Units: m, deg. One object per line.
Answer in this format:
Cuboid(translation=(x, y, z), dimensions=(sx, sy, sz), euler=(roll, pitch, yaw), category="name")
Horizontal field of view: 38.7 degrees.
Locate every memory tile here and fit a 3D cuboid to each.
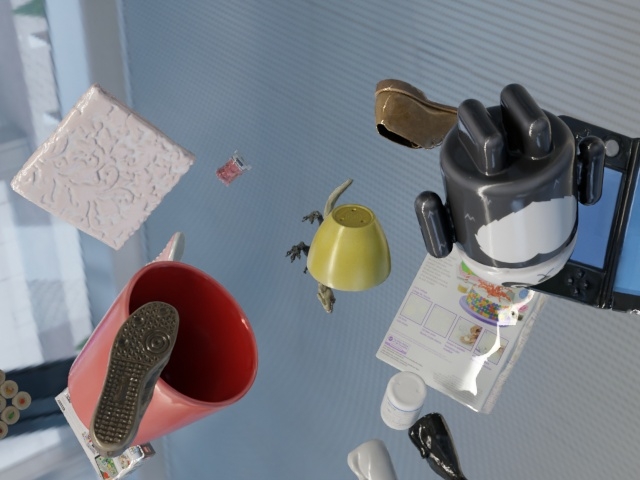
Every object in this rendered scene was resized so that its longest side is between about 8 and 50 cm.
Cuboid(translation=(-0.664, 0.318, 1.833), dimensions=(0.148, 0.113, 0.012), euler=(48, 148, -23), category="memory tile")

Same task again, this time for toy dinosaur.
Cuboid(translation=(0.000, 0.000, 1.738), dimensions=(0.064, 0.118, 0.268), euler=(4, 81, 38), category="toy dinosaur")

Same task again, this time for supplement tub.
Cuboid(translation=(0.143, 0.277, 1.574), dimensions=(0.071, 0.071, 0.107), euler=(53, 159, 23), category="supplement tub")

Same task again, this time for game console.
Cuboid(translation=(0.477, -0.040, 1.430), dimensions=(0.173, 0.250, 0.293), euler=(172, 113, -73), category="game console")

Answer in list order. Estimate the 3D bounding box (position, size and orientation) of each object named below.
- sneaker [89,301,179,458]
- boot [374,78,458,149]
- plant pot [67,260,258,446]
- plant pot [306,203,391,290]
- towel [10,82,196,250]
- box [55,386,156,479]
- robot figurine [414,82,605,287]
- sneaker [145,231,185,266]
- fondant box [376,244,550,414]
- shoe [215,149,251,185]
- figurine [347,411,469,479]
Cuboid(translation=(-0.219, 0.159, 1.052), dimensions=(0.066, 0.188, 0.071), euler=(22, 148, -1), category="sneaker")
Cuboid(translation=(0.235, -0.232, 1.924), dimensions=(0.112, 0.305, 0.115), euler=(-17, 61, 55), category="boot")
Cuboid(translation=(-0.283, 0.210, 1.541), dimensions=(0.243, 0.275, 0.275), euler=(-39, 74, 31), category="plant pot")
Cuboid(translation=(0.047, 0.000, 1.416), dimensions=(0.134, 0.134, 0.095), euler=(39, 140, 39), category="plant pot")
Cuboid(translation=(-0.515, -0.170, 2.187), dimensions=(0.332, 0.317, 0.053), euler=(-46, 33, 15), category="towel")
Cuboid(translation=(-0.412, 0.354, 1.739), dimensions=(0.114, 0.036, 0.207), euler=(-39, 73, 15), category="box")
Cuboid(translation=(0.248, -0.061, 1.181), dimensions=(0.209, 0.174, 0.278), euler=(10, 141, 25), category="robot figurine")
Cuboid(translation=(-0.331, 0.041, 1.912), dimensions=(0.070, 0.051, 0.134), euler=(13, 86, 16), category="sneaker")
Cuboid(translation=(0.291, 0.138, 1.774), dimensions=(0.238, 0.096, 0.330), euler=(27, 89, 28), category="fondant box")
Cuboid(translation=(-0.240, -0.197, 2.481), dimensions=(0.063, 0.081, 0.178), euler=(51, -175, -6), category="shoe")
Cuboid(translation=(0.185, 0.456, 1.705), dimensions=(0.209, 0.214, 0.092), euler=(58, 157, 32), category="figurine")
